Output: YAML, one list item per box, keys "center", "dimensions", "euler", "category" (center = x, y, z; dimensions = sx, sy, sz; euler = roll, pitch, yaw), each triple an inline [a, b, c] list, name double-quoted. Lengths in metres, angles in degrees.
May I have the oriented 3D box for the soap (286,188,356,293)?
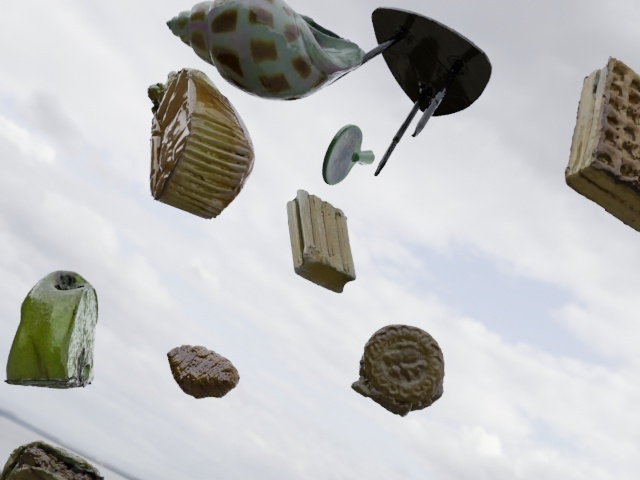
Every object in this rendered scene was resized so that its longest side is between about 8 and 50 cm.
- center: [0.000, 0.000, 2.450]
  dimensions: [0.173, 0.274, 0.089]
  euler: [27, -56, -28]
  category: "soap"

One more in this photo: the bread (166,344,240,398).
- center: [-0.238, 0.279, 1.860]
  dimensions: [0.233, 0.105, 0.076]
  euler: [12, -35, 49]
  category: "bread"

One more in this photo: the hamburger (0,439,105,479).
- center: [-0.448, 0.443, 1.491]
  dimensions: [0.183, 0.206, 0.130]
  euler: [19, -1, 13]
  category: "hamburger"

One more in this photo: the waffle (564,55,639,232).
- center: [0.591, -0.186, 1.741]
  dimensions: [0.212, 0.308, 0.091]
  euler: [30, -36, -12]
  category: "waffle"

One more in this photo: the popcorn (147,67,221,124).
- center: [-0.337, -0.328, 2.304]
  dimensions: [0.183, 0.221, 0.204]
  euler: [-11, 22, -36]
  category: "popcorn"

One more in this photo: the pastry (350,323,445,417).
- center: [0.217, 0.350, 2.391]
  dimensions: [0.240, 0.235, 0.132]
  euler: [22, -23, 4]
  category: "pastry"

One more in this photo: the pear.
- center: [-0.568, 0.185, 1.911]
  dimensions: [0.163, 0.256, 0.238]
  euler: [3, -9, -1]
  category: "pear"

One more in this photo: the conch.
- center: [-0.111, -0.387, 1.748]
  dimensions: [0.368, 0.249, 0.197]
  euler: [37, -62, 5]
  category: "conch"

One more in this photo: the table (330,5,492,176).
- center: [0.187, -0.317, 1.977]
  dimensions: [0.317, 0.249, 0.317]
  euler: [33, -24, 17]
  category: "table"

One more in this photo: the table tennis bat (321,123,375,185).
- center: [0.074, -0.211, 2.257]
  dimensions: [0.039, 0.161, 0.257]
  euler: [27, 14, 22]
  category: "table tennis bat"

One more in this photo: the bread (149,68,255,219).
- center: [-0.215, -0.173, 1.659]
  dimensions: [0.156, 0.204, 0.288]
  euler: [21, 26, -28]
  category: "bread"
